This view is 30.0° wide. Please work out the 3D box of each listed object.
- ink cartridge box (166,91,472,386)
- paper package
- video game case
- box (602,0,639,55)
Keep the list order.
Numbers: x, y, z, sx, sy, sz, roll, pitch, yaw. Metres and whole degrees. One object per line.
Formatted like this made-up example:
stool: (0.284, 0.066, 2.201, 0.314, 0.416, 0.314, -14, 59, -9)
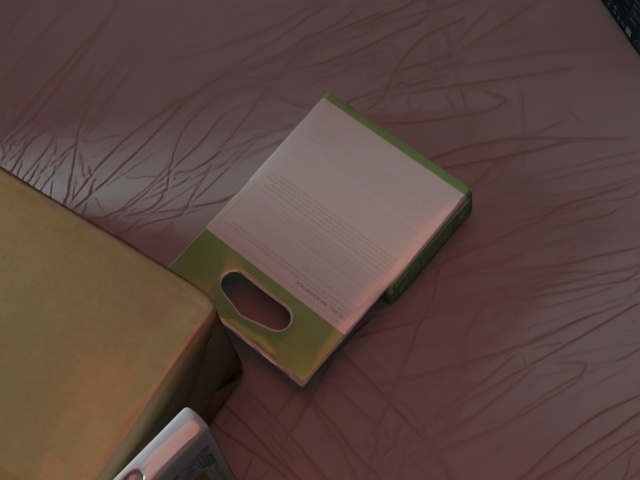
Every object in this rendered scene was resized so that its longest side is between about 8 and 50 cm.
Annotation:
ink cartridge box: (0.000, 0.000, 1.073, 0.171, 0.056, 0.235, 37, 76, 18)
paper package: (-0.276, 0.118, 0.978, 0.325, 0.168, 0.309, 29, 72, 14)
video game case: (-0.146, 0.233, 0.884, 0.026, 0.227, 0.206, 40, 74, 18)
box: (0.297, -0.290, 1.113, 0.059, 0.183, 0.232, -25, 66, -7)
